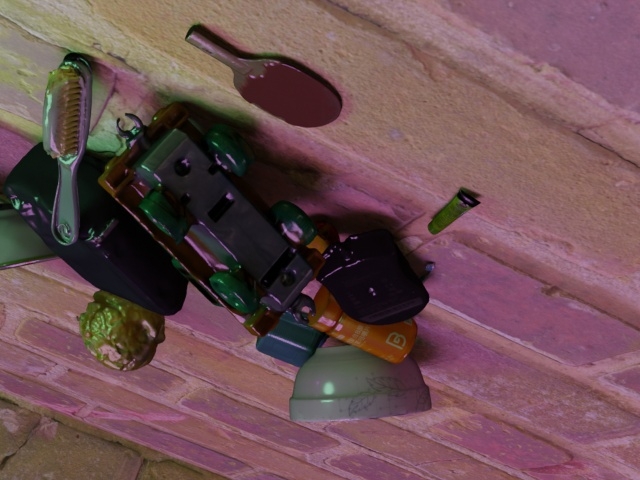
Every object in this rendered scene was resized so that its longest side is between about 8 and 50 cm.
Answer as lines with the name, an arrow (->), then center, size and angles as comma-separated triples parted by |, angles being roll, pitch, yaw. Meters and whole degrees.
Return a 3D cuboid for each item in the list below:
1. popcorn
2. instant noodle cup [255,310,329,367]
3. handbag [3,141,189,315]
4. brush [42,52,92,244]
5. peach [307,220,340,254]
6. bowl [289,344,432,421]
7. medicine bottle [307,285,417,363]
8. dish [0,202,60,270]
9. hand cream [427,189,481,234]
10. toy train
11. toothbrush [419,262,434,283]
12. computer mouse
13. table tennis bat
popcorn -> -0.437, 0.196, 2.165 | 0.198, 0.198, 0.212 | 19, 162, -4
instant noodle cup -> -0.067, 0.207, 2.088 | 0.157, 0.070, 0.179 | 21, 155, -4
handbag -> -0.347, -0.028, 1.677 | 0.275, 0.178, 0.302 | 17, 156, 35
brush -> -0.379, -0.123, 1.437 | 0.068, 0.060, 0.296 | 19, 115, 24
peach -> 0.000, 0.000, 1.657 | 0.077, 0.050, 0.083 | 39, 144, 3
bowl -> 0.074, 0.281, 1.993 | 0.287, 0.143, 0.287 | -6, 174, -1
medicine bottle -> 0.080, 0.156, 1.863 | 0.192, 0.096, 0.096 | 25, 153, -16
dish -> -0.631, -0.003, 1.886 | 0.324, 0.124, 0.324 | -11, -179, 0
hand cream -> 0.197, -0.041, 1.487 | 0.036, 0.023, 0.122 | 33, 151, -6
toy train -> -0.168, -0.027, 1.504 | 0.429, 0.178, 0.249 | 47, 159, -21
toothbrush -> 0.180, 0.075, 1.739 | 0.017, 0.014, 0.162 | 3, 154, -4
computer mouse -> 0.082, 0.054, 1.649 | 0.147, 0.088, 0.264 | -22, 146, 13
table tennis bat -> -0.077, -0.216, 1.320 | 0.234, 0.022, 0.131 | 29, 152, -25
